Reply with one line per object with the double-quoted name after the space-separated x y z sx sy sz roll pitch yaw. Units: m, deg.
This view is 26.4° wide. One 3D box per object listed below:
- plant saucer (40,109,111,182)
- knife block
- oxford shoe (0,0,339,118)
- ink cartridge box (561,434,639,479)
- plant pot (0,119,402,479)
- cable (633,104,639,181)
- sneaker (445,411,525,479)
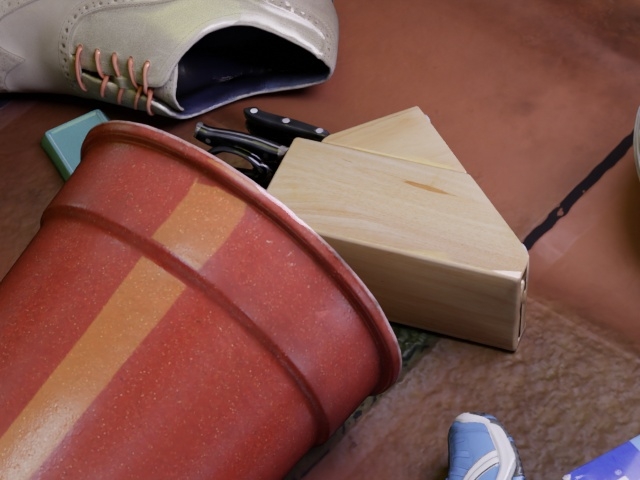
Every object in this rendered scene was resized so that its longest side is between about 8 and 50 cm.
-0.182 -0.049 1.190 0.067 0.018 0.192 -26 51 -15 "plant saucer"
0.000 0.000 1.067 0.242 0.088 0.275 -21 49 -12 "knife block"
-0.177 -0.182 1.228 0.397 0.140 0.146 -10 51 0 "oxford shoe"
0.317 0.209 0.788 0.395 0.151 0.270 -26 50 -17 "ink cartridge box"
-0.133 0.109 0.893 0.272 0.272 0.265 26 65 28 "plant pot"
0.367 -0.067 1.030 0.257 0.089 0.257 34 61 8 "cable"
0.095 0.201 0.882 0.081 0.080 0.211 -4 48 3 "sneaker"
